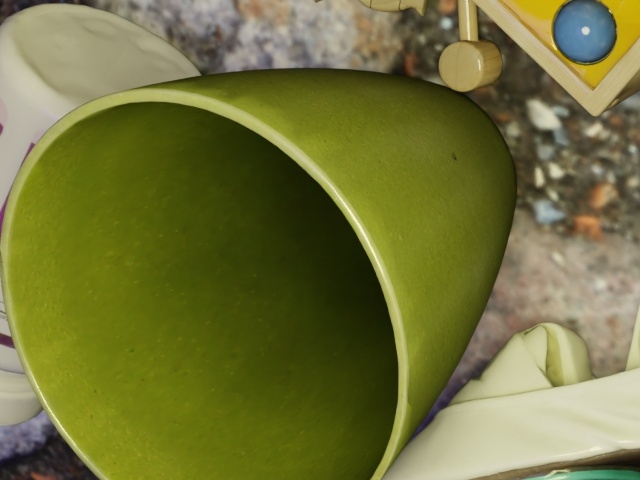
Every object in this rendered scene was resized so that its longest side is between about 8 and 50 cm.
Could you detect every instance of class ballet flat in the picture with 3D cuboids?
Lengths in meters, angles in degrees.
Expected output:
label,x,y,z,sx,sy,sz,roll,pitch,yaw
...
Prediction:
label,x,y,z,sx,sy,sz,roll,pitch,yaw
ballet flat,0.197,0.103,1.149,0.400,0.139,0.139,-16,98,31

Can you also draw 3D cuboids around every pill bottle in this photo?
label,x,y,z,sx,sy,sz,roll,pitch,yaw
pill bottle,-0.207,-0.010,1.318,0.169,0.169,0.301,39,122,15

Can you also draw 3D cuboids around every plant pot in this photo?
label,x,y,z,sx,sy,sz,roll,pitch,yaw
plant pot,0.000,0.000,1.113,0.275,0.293,0.274,13,116,28

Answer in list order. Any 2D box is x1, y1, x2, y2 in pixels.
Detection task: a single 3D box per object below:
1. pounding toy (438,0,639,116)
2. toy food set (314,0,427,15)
label,x,y,z,sx,sy,sz,roll,pitch,yaw
pounding toy,0.132,-0.161,1.101,0.181,0.094,0.206,45,123,10
toy food set,0.016,-0.195,1.205,0.122,0.019,0.078,12,113,28
